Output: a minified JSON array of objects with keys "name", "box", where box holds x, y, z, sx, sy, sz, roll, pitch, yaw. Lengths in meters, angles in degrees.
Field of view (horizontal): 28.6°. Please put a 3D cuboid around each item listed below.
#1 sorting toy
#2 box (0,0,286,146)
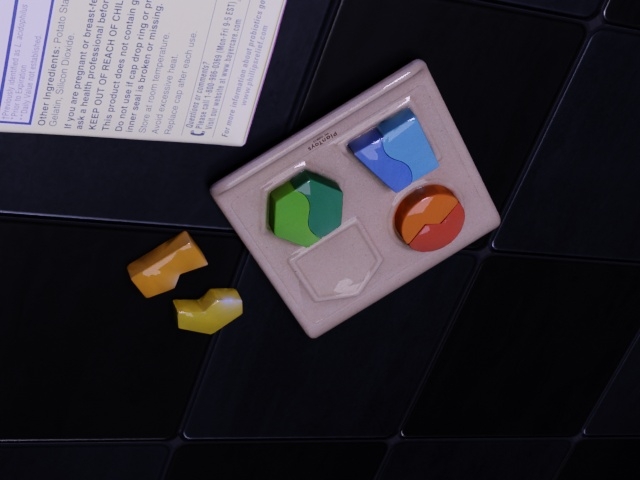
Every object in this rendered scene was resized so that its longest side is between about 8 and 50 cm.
[{"name":"sorting toy","box":[0.000,0.000,1.111,0.307,0.041,0.229,-32,133,1]},{"name":"box","box":[-0.174,-0.167,0.777,0.243,0.213,0.117,2,126,-27]}]
